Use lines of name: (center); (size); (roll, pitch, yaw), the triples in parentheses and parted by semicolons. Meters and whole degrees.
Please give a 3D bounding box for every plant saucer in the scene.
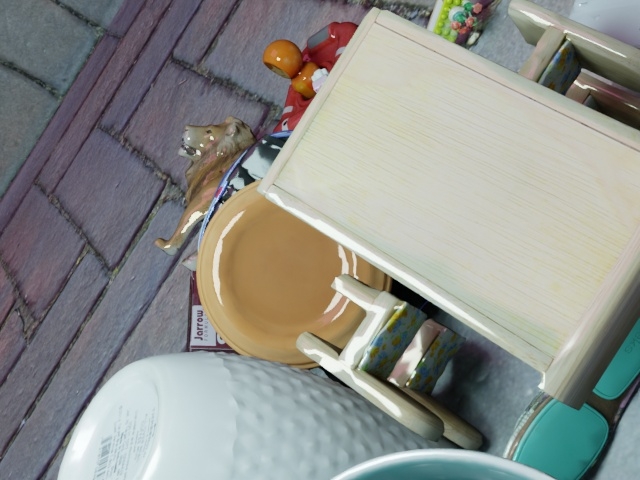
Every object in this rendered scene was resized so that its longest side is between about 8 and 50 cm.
plant saucer: (-0.028, 0.030, 0.977); (0.200, 0.200, 0.037); (-59, -8, 0)

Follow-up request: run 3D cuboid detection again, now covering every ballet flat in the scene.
ballet flat: (0.222, 0.132, 0.849); (0.221, 0.077, 0.079); (-56, 11, -4)

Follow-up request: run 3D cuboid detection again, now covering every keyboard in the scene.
keyboard: (0.304, -0.204, 0.878); (0.256, 0.014, 0.072); (12, 79, 63)

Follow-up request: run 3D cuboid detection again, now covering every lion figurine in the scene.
lion figurine: (-0.110, -0.040, 1.460); (0.240, 0.142, 0.392); (-53, 44, -5)

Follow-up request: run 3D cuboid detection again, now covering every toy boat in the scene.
toy boat: (-0.022, -0.242, 1.462); (0.151, 0.151, 0.231); (-25, 44, 45)

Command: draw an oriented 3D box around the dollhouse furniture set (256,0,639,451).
dollhouse furniture set: (0.169, 0.005, 0.795); (0.256, 0.394, 0.362); (33, 92, 28)

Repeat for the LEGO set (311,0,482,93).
LEGO set: (0.132, -0.238, 1.268); (0.287, 0.132, 0.107); (-38, 44, 22)

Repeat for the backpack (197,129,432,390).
backpack: (0.000, 0.000, 1.100); (0.276, 0.263, 0.213); (-59, 14, -1)

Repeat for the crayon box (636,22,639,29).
crayon box: (0.477, -0.248, 0.767); (0.313, 0.106, 0.363); (-56, 29, 3)

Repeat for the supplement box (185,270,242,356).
supplement box: (-0.132, 0.167, 1.216); (0.130, 0.073, 0.239); (-97, 12, -47)

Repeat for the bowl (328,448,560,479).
bowl: (0.112, 0.296, 0.689); (0.312, 0.163, 0.311); (-3, 83, 21)

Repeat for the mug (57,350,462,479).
mug: (-0.065, 0.287, 0.866); (0.276, 0.328, 0.374); (-22, 46, 47)
